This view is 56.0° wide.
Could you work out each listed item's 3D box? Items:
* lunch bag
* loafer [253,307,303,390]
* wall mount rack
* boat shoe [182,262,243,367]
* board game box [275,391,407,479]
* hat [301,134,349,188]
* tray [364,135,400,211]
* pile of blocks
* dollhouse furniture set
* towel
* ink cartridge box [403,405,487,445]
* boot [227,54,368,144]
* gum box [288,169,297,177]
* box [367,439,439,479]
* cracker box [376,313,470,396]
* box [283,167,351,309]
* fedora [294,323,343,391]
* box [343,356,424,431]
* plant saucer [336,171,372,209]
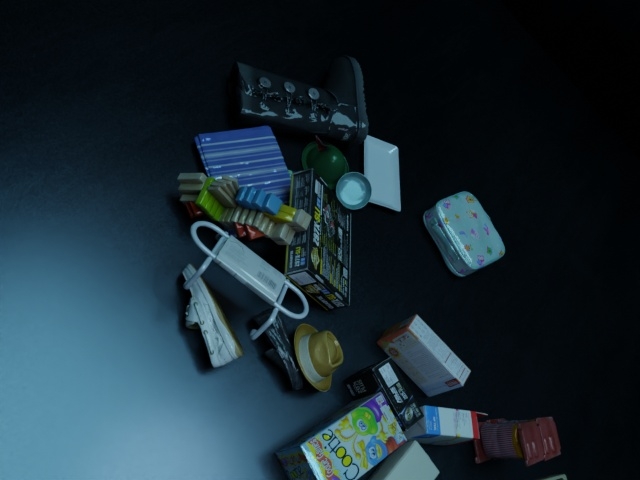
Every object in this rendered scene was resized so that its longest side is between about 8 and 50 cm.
[{"bbox_3d":[0.485,-0.025,2.072,0.224,0.108,0.279,-22,78,-33],"label":"lunch bag"},{"bbox_3d":[-0.109,0.287,1.564,0.078,0.076,0.223,-20,81,-18],"label":"loafer"},{"bbox_3d":[-0.190,0.081,1.505,0.350,0.130,0.304,39,26,-10],"label":"wall mount rack"},{"bbox_3d":[-0.292,0.183,1.483,0.096,0.098,0.277,-30,67,-5],"label":"boat shoe"},{"bbox_3d":[0.053,0.514,1.498,0.275,0.144,0.142,-22,80,-37],"label":"board game box"},{"bbox_3d":[0.052,-0.272,1.877,0.173,0.183,0.208,43,51,-7],"label":"hat"},{"bbox_3d":[0.203,-0.227,2.049,0.145,0.030,0.270,16,59,-24],"label":"tray"},{"bbox_3d":[-0.212,-0.073,1.541,0.362,0.149,0.112,15,65,10],"label":"pile of blocks"},{"bbox_3d":[0.580,0.696,1.711,0.152,0.201,0.374,1,72,-32],"label":"dollhouse furniture set"},{"bbox_3d":[-0.204,-0.175,1.726,0.243,0.040,0.336,-13,72,-25],"label":"towel"},{"bbox_3d":[0.345,0.522,1.683,0.231,0.134,0.078,14,59,-25],"label":"ink cartridge box"},{"bbox_3d":[-0.082,-0.496,1.953,0.445,0.146,0.367,4,56,-22],"label":"boot"},{"bbox_3d":[-0.113,-0.127,1.789,0.157,0.041,0.184,12,62,-26],"label":"gum box"},{"bbox_3d":[0.178,0.647,1.539,0.275,0.094,0.113,-34,87,-39],"label":"box"},{"bbox_3d":[0.296,0.335,1.736,0.232,0.156,0.067,47,50,-4],"label":"cracker box"},{"bbox_3d":[0.000,0.000,1.692,0.257,0.079,0.322,42,42,-49],"label":"box"},{"bbox_3d":[0.006,0.297,1.577,0.194,0.079,0.194,48,26,-33],"label":"fedora"},{"bbox_3d":[0.167,0.423,1.614,0.077,0.147,0.180,-24,81,-38],"label":"box"},{"bbox_3d":[0.105,-0.159,1.931,0.119,0.021,0.119,0,91,-13],"label":"plant saucer"}]
